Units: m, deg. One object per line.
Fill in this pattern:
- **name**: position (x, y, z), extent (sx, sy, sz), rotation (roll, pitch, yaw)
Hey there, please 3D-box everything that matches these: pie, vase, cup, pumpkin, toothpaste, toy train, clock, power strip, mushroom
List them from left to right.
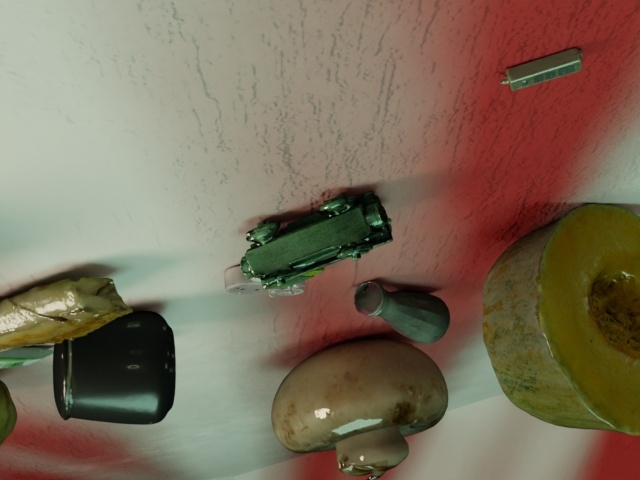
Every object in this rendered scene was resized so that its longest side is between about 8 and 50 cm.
- **toothpaste**: position (-0.516, 0.173, 1.627), extent (0.074, 0.048, 0.297), rotation (-22, 164, 22)
- **pie**: position (-0.382, 0.106, 1.448), extent (0.282, 0.068, 0.128), rotation (-21, 160, 30)
- **cup**: position (-0.313, 0.187, 1.638), extent (0.176, 0.169, 0.223), rotation (-3, -168, -15)
- **clock**: position (-0.071, 0.056, 1.544), extent (0.129, 0.041, 0.087), rotation (9, 158, -38)
- **toy train**: position (0.000, 0.001, 1.361), extent (0.200, 0.083, 0.132), rotation (-18, 173, 21)
- **mushroom**: position (0.083, 0.356, 2.179), extent (0.362, 0.295, 0.362), rotation (-13, 163, -4)
- **vase**: position (0.133, 0.116, 1.815), extent (0.086, 0.086, 0.214), rotation (-21, 157, 28)
- **power strip**: position (0.215, -0.165, 1.058), extent (0.083, 0.017, 0.027), rotation (-17, 161, 12)
- **pumpkin**: position (0.383, 0.132, 1.608), extent (0.332, 0.332, 0.199), rotation (0, 162, -34)

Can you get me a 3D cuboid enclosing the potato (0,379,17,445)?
- **potato**: position (-0.612, 0.296, 1.787), extent (0.228, 0.149, 0.197), rotation (-10, 149, 2)
